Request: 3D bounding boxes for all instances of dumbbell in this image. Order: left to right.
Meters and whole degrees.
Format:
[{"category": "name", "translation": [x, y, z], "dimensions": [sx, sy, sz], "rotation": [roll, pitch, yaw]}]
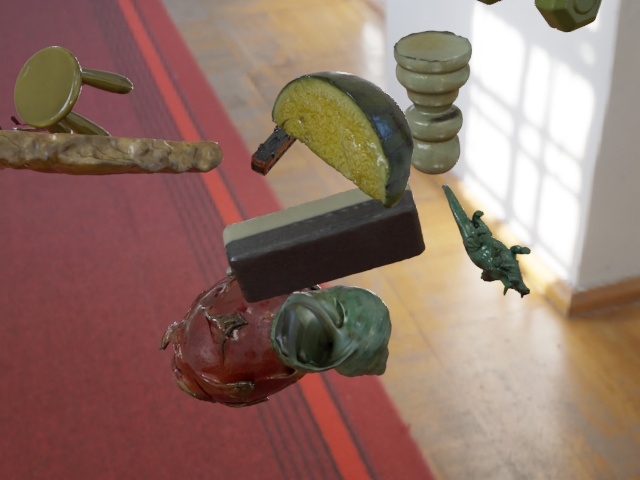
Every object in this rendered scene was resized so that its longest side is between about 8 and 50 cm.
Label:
[{"category": "dumbbell", "translation": [0.371, -0.456, 1.952], "dimensions": [0.121, 0.108, 0.302], "rotation": [-25, 33, -19]}]

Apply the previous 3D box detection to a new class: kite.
[{"category": "kite", "translation": [-0.491, -0.197, 1.899], "dimensions": [0.127, 0.016, 0.229], "rotation": [-12, 0, 12]}]

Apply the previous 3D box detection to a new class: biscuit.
[{"category": "biscuit", "translation": [-0.202, -0.068, 0.867], "dimensions": [0.224, 0.033, 0.144], "rotation": [0, 3, -43]}]

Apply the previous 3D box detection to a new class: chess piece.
[{"category": "chess piece", "translation": [0.196, -0.230, 1.918], "dimensions": [0.133, 0.243, 0.133], "rotation": [-3, 33, 2]}]

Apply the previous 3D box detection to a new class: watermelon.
[{"category": "watermelon", "translation": [0.036, -0.122, 1.104], "dimensions": [0.075, 0.092, 0.181], "rotation": [-21, 45, -38]}]

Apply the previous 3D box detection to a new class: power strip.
[{"category": "power strip", "translation": [0.000, 0.000, 1.403], "dimensions": [0.256, 0.105, 0.070], "rotation": [-17, 51, 0]}]

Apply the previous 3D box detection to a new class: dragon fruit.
[{"category": "dragon fruit", "translation": [-0.116, 0.160, 1.847], "dimensions": [0.315, 0.250, 0.250], "rotation": [-14, 17, 46]}]

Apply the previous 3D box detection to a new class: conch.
[{"category": "conch", "translation": [0.019, 0.138, 1.619], "dimensions": [0.188, 0.122, 0.176], "rotation": [14, 37, -5]}]

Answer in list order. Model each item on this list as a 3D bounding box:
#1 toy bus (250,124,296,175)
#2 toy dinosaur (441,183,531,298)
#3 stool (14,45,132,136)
[{"category": "toy bus", "translation": [-0.071, -0.145, 1.718], "dimensions": [0.031, 0.043, 0.110], "rotation": [28, 50, 13]}, {"category": "toy dinosaur", "translation": [0.340, -0.006, 2.268], "dimensions": [0.079, 0.120, 0.292], "rotation": [-24, 80, -35]}, {"category": "stool", "translation": [-0.331, -0.189, 1.466], "dimensions": [0.135, 0.110, 0.134], "rotation": [-33, 65, 18]}]
